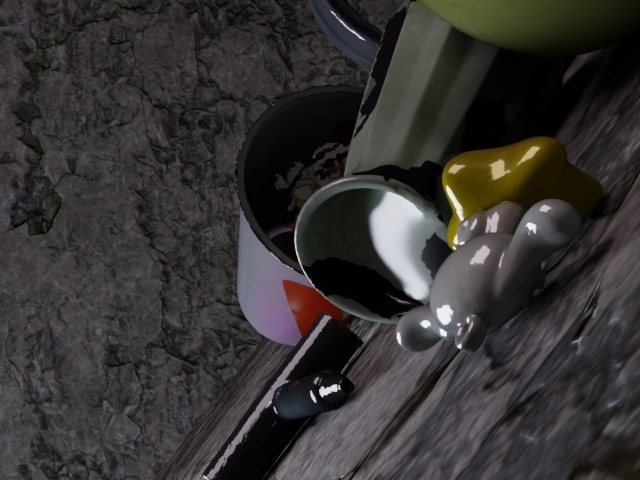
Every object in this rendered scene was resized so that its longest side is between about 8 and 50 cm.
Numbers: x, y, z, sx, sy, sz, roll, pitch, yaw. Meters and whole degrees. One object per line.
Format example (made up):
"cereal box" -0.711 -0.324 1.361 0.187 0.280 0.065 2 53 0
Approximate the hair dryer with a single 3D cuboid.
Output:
"hair dryer" -0.021 0.138 0.891 0.173 0.050 0.195 -55 5 -6

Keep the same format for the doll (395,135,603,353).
"doll" 0.084 0.002 0.545 0.113 0.071 0.135 -60 8 -14

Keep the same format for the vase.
"vase" 0.090 -0.087 0.884 0.165 0.165 0.360 -51 5 38

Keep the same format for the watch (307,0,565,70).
"watch" 0.149 -0.325 1.217 0.335 0.327 0.314 -51 2 -1

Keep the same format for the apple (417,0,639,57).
"apple" 0.155 -0.304 0.776 0.357 0.357 0.357 -52 1 2

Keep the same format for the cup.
"cup" 0.000 0.000 1.133 0.203 0.203 0.288 -53 -4 -24
